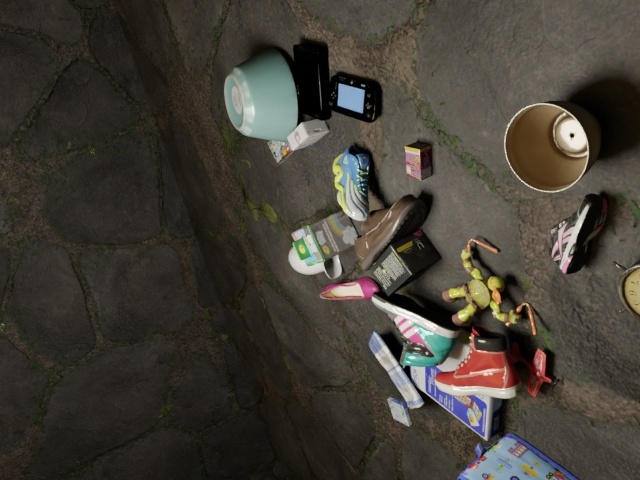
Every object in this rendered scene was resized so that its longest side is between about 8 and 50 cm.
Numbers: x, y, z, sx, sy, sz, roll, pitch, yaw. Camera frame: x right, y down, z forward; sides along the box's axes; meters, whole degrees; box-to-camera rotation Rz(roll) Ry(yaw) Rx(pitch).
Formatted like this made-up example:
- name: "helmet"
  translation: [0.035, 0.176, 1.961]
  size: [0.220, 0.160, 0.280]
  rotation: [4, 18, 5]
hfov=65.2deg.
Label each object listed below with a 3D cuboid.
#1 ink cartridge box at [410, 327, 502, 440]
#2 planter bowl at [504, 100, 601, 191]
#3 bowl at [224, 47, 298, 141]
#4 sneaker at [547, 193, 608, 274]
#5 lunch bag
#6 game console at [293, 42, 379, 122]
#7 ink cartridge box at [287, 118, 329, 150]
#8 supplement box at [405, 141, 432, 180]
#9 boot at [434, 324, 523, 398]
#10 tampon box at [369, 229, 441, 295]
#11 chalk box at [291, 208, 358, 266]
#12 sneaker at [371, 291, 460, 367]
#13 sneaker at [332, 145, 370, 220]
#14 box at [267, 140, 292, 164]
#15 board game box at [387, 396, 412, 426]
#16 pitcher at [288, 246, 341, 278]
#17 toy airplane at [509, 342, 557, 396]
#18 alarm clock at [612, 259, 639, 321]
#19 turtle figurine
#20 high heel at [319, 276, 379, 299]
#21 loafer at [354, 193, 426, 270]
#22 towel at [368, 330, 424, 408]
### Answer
- name: "ink cartridge box"
  translation: [0.393, 0.383, 1.476]
  size: [0.307, 0.072, 0.303]
  rotation: [32, 139, 48]
- name: "planter bowl"
  translation: [0.438, -0.182, 0.913]
  size: [0.162, 0.109, 0.162]
  rotation: [38, 141, 39]
- name: "bowl"
  translation: [-0.216, -0.471, 1.676]
  size: [0.311, 0.163, 0.311]
  rotation: [44, 143, 47]
- name: "sneaker"
  translation: [0.495, -0.018, 0.992]
  size: [0.077, 0.072, 0.178]
  rotation: [51, 144, 44]
- name: "lunch bag"
  translation: [0.521, 0.646, 1.300]
  size: [0.293, 0.221, 0.138]
  rotation: [40, 143, 37]
- name: "game console"
  translation: [0.041, -0.440, 1.441]
  size: [0.361, 0.044, 0.213]
  rotation: [32, 138, 44]
- name: "ink cartridge box"
  translation: [-0.040, -0.341, 1.603]
  size: [0.122, 0.088, 0.052]
  rotation: [-22, 89, 61]
- name: "supplement box"
  translation: [0.250, -0.202, 1.277]
  size: [0.055, 0.043, 0.083]
  rotation: [27, 133, 48]
- name: "boot"
  translation: [0.383, 0.305, 1.289]
  size: [0.244, 0.088, 0.176]
  rotation: [-18, 91, 49]
- name: "tampon box"
  translation: [0.237, 0.065, 1.425]
  size: [0.101, 0.120, 0.161]
  rotation: [56, 150, 14]
- name: "chalk box"
  translation: [0.000, 0.000, 1.672]
  size: [0.132, 0.213, 0.132]
  rotation: [-21, 93, 61]
- name: "sneaker"
  translation: [0.252, 0.269, 1.432]
  size: [0.295, 0.124, 0.178]
  rotation: [26, 110, 46]
- name: "sneaker"
  translation: [0.099, -0.178, 1.455]
  size: [0.126, 0.091, 0.240]
  rotation: [-60, 41, 47]
- name: "box"
  translation: [-0.143, -0.347, 1.834]
  size: [0.094, 0.027, 0.137]
  rotation: [65, 152, 3]
- name: "board game box"
  translation: [0.297, 0.642, 1.878]
  size: [0.090, 0.020, 0.090]
  rotation: [5, 115, 58]
- name: "pitcher"
  translation: [-0.021, 0.043, 1.861]
  size: [0.207, 0.125, 0.177]
  rotation: [7, 97, 46]
- name: "toy airplane"
  translation: [0.520, 0.314, 1.245]
  size: [0.151, 0.028, 0.151]
  rotation: [38, 140, 41]
- name: "alarm clock"
  translation: [0.619, 0.092, 0.873]
  size: [0.192, 0.064, 0.129]
  rotation: [10, 120, 59]
- name: "turtle figurine"
  translation: [0.401, 0.147, 1.252]
  size: [0.269, 0.087, 0.217]
  rotation: [57, 150, 14]
- name: "high heel"
  translation: [0.100, 0.180, 1.745]
  size: [0.244, 0.117, 0.082]
  rotation: [7, 117, 57]
- name: "loafer"
  translation: [0.173, -0.033, 1.441]
  size: [0.130, 0.134, 0.366]
  rotation: [57, 150, 14]
- name: "towel"
  translation: [0.253, 0.450, 1.720]
  size: [0.285, 0.034, 0.209]
  rotation: [57, 171, 17]
